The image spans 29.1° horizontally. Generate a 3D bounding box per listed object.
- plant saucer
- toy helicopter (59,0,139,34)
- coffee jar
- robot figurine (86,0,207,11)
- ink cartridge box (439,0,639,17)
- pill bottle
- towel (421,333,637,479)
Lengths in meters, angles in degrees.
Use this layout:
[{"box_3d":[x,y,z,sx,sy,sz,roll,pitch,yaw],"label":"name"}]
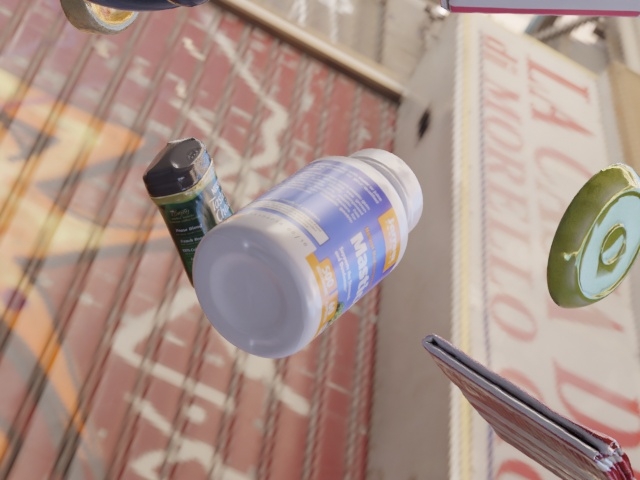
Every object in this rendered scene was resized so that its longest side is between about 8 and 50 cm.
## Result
[{"box_3d":[0.433,0.001,1.881,0.037,0.241,0.241,29,-87,39],"label":"plant saucer"},{"box_3d":[-0.178,-0.361,1.090,0.235,0.140,0.355,-15,113,-57],"label":"toy helicopter"},{"box_3d":[-0.155,-0.034,1.563,0.079,0.184,0.096,-10,-149,23],"label":"coffee jar"},{"box_3d":[-0.107,-0.234,0.669,0.278,0.173,0.209,-124,-162,-50],"label":"robot figurine"},{"box_3d":[0.179,-0.261,0.715,0.117,0.207,0.283,82,14,-50],"label":"ink cartridge box"},{"box_3d":[0.000,0.000,1.318,0.272,0.152,0.152,-37,170,-48],"label":"pill bottle"},{"box_3d":[0.252,0.216,1.368,0.237,0.329,0.037,31,-100,32],"label":"towel"}]
